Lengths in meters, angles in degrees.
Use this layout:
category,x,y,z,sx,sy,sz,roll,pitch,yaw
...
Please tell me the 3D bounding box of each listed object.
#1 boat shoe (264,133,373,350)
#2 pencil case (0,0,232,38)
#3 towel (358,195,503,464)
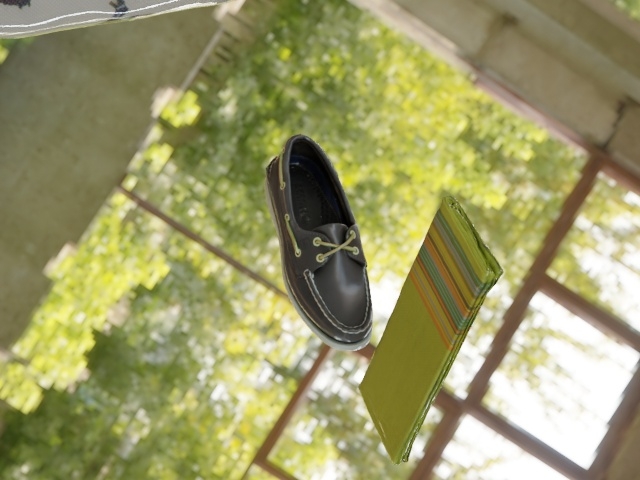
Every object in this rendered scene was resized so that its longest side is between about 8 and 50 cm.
category,x,y,z,sx,sy,sz,roll,pitch,yaw
boat shoe,0.000,0.000,1.415,0.069,0.081,0.228,112,-38,-54
pencil case,-0.122,-0.216,0.816,0.160,0.410,0.184,-117,-158,-43
towel,0.091,0.081,1.243,0.102,0.021,0.237,-114,-146,-44
